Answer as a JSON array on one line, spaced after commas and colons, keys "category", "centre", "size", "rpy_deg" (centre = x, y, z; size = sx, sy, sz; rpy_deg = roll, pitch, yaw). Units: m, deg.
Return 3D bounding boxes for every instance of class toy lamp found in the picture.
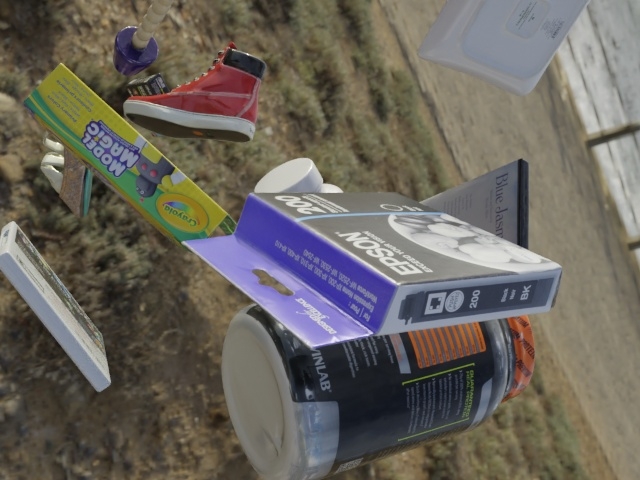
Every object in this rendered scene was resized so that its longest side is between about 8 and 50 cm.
[{"category": "toy lamp", "centre": [-0.276, -0.360, 1.439], "size": [0.080, 0.274, 0.080], "rpy_deg": [13, 63, -25]}]

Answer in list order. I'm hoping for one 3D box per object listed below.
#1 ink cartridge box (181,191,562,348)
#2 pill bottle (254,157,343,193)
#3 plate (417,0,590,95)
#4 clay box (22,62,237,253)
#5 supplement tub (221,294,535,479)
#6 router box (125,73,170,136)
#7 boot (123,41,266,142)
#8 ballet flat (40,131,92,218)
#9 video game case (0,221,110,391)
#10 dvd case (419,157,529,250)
[{"category": "ink cartridge box", "centre": [0.031, 0.010, 0.654], "size": [0.208, 0.206, 0.045], "rpy_deg": [-5, 111, -32]}, {"category": "pill bottle", "centre": [0.000, 0.000, 1.501], "size": [0.272, 0.152, 0.152], "rpy_deg": [61, 29, -25]}, {"category": "plate", "centre": [0.335, -0.382, 1.462], "size": [0.278, 0.277, 0.045], "rpy_deg": [11, 30, -36]}, {"category": "clay box", "centre": [-0.168, -0.060, 0.811], "size": [0.222, 0.053, 0.127], "rpy_deg": [44, -8, -12]}, {"category": "supplement tub", "centre": [0.072, 0.147, 1.033], "size": [0.337, 0.207, 0.207], "rpy_deg": [-9, 83, -28]}, {"category": "router box", "centre": [-0.331, -0.271, 1.770], "size": [0.038, 0.092, 0.122], "rpy_deg": [-43, 117, -32]}, {"category": "boot", "centre": [-0.223, -0.275, 1.572], "size": [0.088, 0.244, 0.176], "rpy_deg": [66, 32, -74]}, {"category": "ballet flat", "centre": [-0.504, -0.173, 1.763], "size": [0.106, 0.316, 0.108], "rpy_deg": [10, 43, -13]}, {"category": "video game case", "centre": [-0.314, 0.074, 1.031], "size": [0.190, 0.022, 0.173], "rpy_deg": [57, -7, -19]}, {"category": "dvd case", "centre": [0.227, -0.008, 1.384], "size": [0.022, 0.253, 0.181], "rpy_deg": [21, 63, -31]}]
